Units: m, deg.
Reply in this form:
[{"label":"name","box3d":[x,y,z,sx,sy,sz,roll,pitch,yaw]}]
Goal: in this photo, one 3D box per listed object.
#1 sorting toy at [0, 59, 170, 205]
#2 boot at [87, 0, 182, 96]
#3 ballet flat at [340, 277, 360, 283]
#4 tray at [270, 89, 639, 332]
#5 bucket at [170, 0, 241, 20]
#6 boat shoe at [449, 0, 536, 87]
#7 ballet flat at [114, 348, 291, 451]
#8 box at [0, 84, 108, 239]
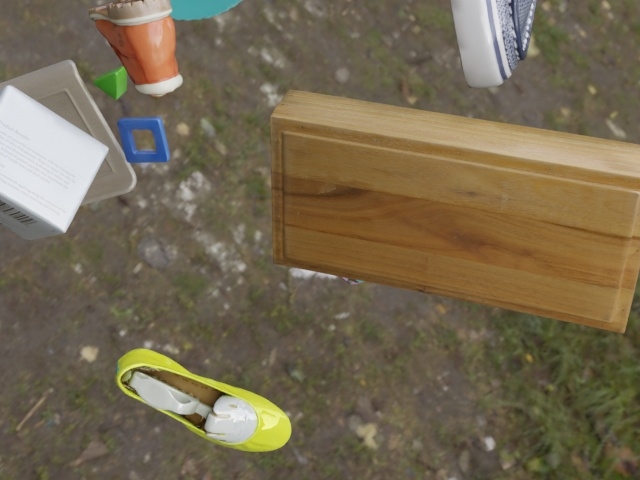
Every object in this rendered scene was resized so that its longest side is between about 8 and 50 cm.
[{"label":"sorting toy","box3d":[-0.364,-0.141,1.480,0.196,0.347,0.047,66,26,-23]},{"label":"boot","box3d":[-0.154,-0.163,0.905,0.059,0.158,0.084,-18,109,-13]},{"label":"ballet flat","box3d":[0.000,0.000,1.515,0.077,0.079,0.221,-63,146,-9]},{"label":"tray","box3d":[0.149,-0.033,1.191,0.411,0.203,0.076,11,37,14]},{"label":"bucket","box3d":[-0.137,-0.396,1.221,0.281,0.281,0.183,40,36,-10]},{"label":"boat shoe","box3d":[0.186,-0.282,0.839,0.127,0.158,0.340,47,44,-65]},{"label":"ballet flat","box3d":[-0.147,0.202,1.301,0.231,0.077,0.077,25,6,0]},{"label":"box","box3d":[-0.256,-0.063,0.907,0.101,0.102,0.087,33,69,-28]}]
